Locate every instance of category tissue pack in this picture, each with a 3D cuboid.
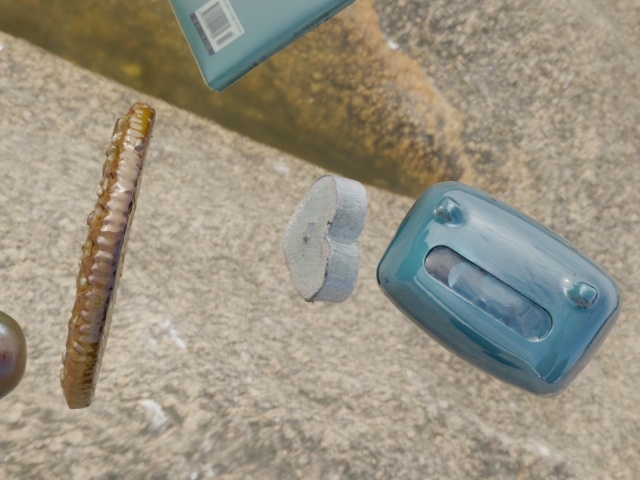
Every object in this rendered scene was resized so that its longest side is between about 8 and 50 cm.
[{"bbox_3d":[0.216,0.058,0.986,0.287,0.198,0.206,36,4,15],"label":"tissue pack"}]

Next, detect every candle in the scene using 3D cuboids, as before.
[{"bbox_3d":[0.000,0.000,1.189,0.068,0.168,0.192,13,83,-28],"label":"candle"}]

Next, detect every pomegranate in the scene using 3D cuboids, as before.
[{"bbox_3d":[-0.578,0.204,1.288,0.180,0.209,0.180,26,27,-15],"label":"pomegranate"}]

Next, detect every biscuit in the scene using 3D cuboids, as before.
[{"bbox_3d":[-0.207,0.012,0.761,0.038,0.305,0.305,12,54,-13],"label":"biscuit"}]

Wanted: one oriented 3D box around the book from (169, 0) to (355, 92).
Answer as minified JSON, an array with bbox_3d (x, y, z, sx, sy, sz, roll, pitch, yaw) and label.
[{"bbox_3d":[-0.022,-0.368,0.852,0.264,0.379,0.031,65,19,9],"label":"book"}]
